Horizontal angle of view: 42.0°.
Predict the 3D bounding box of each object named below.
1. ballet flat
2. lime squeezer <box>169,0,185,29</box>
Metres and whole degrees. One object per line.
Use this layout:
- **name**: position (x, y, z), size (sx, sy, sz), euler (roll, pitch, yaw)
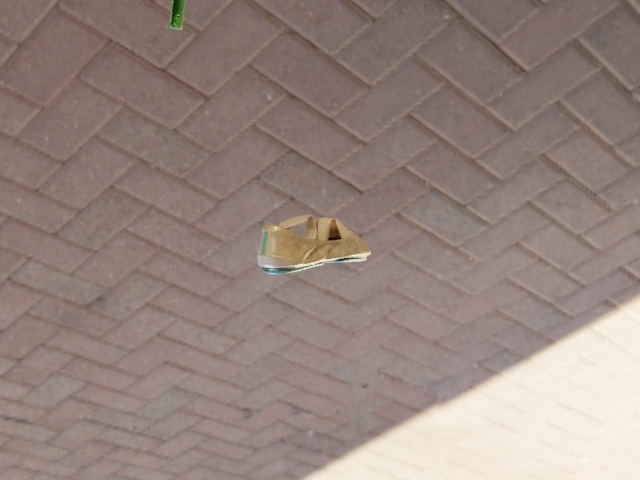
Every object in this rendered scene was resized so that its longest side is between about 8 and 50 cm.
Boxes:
- **ballet flat**: position (0.000, 0.000, 0.825), size (0.057, 0.052, 0.168), euler (2, -175, 32)
- **lime squeezer**: position (-0.123, -0.358, 0.824), size (0.058, 0.110, 0.310), euler (-7, 149, -19)
